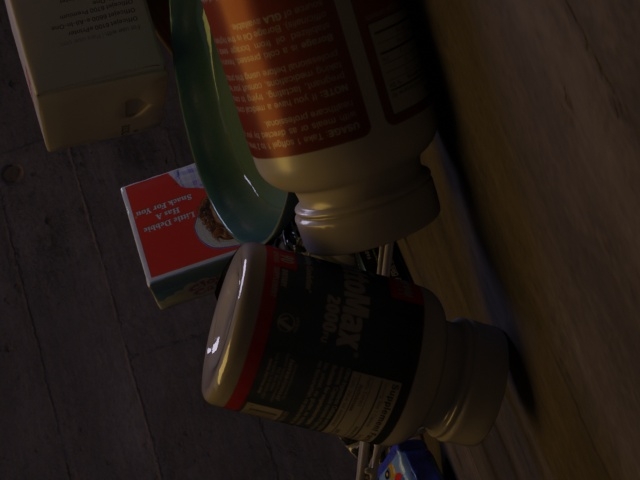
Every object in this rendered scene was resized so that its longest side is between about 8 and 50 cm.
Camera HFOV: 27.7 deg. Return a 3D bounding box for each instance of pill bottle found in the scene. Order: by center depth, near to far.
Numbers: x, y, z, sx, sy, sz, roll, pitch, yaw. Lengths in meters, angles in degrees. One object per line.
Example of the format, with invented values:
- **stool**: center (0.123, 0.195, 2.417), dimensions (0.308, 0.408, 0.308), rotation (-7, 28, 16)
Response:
- **pill bottle**: center (0.002, -0.106, 0.805), dimensions (0.121, 0.121, 0.216), rotation (-122, 15, -75)
- **pill bottle**: center (0.023, 0.073, 0.836), dimensions (0.108, 0.180, 0.108), rotation (-165, 90, -79)

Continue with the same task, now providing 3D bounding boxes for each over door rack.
- **over door rack**: center (0.067, 0.079, 1.042), dimensions (0.239, 0.108, 0.324), rotation (90, 176, -76)

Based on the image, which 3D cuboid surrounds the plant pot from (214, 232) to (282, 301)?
- **plant pot**: center (-0.013, 0.071, 1.568), dimensions (0.167, 0.187, 0.188), rotation (100, 154, -55)

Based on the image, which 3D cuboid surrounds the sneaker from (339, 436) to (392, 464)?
- **sneaker**: center (0.059, 0.162, 1.700), dimensions (0.118, 0.107, 0.279), rotation (39, -150, -61)

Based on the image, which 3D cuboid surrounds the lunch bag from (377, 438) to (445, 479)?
- **lunch bag**: center (0.130, 0.369, 1.466), dimensions (0.293, 0.138, 0.221), rotation (101, 151, -54)

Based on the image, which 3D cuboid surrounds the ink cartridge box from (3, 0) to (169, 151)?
- **ink cartridge box**: center (-0.258, -0.268, 1.302), dimensions (0.223, 0.129, 0.307), rotation (131, 123, -77)

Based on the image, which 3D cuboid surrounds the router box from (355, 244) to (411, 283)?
- **router box**: center (0.068, 0.058, 1.278), dimensions (0.122, 0.038, 0.092), rotation (77, 174, -54)

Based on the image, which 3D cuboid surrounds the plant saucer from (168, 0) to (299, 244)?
- **plant saucer**: center (-0.061, -0.153, 1.064), dimensions (0.317, 0.044, 0.317), rotation (170, 90, -69)

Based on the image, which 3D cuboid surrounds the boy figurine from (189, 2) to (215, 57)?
- **boy figurine**: center (-0.069, -0.150, 1.304), dimensions (0.092, 0.177, 0.285), rotation (28, 168, 26)

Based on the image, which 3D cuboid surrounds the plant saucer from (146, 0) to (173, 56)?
- **plant saucer**: center (-0.165, -0.311, 1.542), dimensions (0.278, 0.041, 0.278), rotation (57, -163, -28)

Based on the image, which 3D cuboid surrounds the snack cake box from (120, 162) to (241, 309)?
- **snack cake box**: center (-0.108, -0.029, 1.680), dimensions (0.089, 0.264, 0.152), rotation (79, 172, -65)

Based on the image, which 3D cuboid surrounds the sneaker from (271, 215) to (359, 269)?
- **sneaker**: center (0.000, 0.000, 1.349), dimensions (0.111, 0.121, 0.300), rotation (-114, 7, -54)
